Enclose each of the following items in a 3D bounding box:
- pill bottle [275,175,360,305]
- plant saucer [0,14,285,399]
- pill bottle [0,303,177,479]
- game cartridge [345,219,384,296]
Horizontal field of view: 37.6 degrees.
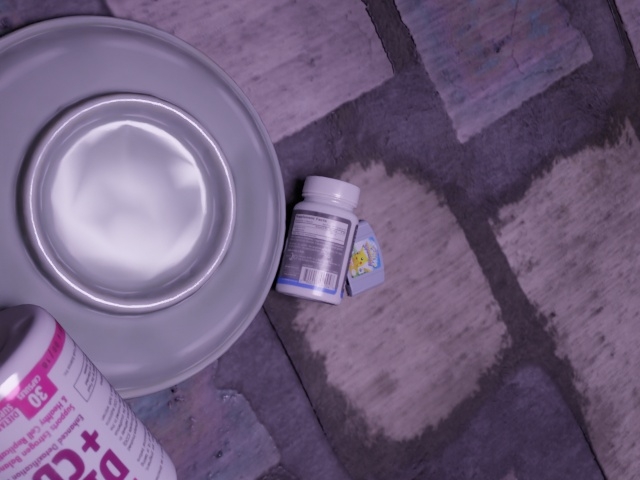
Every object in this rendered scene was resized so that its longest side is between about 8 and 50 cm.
[{"bbox_3d":[0.000,0.000,1.072,0.078,0.078,0.137,16,83,-28],"label":"pill bottle"},{"bbox_3d":[-0.199,-0.034,0.943,0.401,0.100,0.400,1,89,-28],"label":"plant saucer"},{"bbox_3d":[-0.233,0.210,0.859,0.160,0.160,0.283,-43,117,-21],"label":"pill bottle"},{"bbox_3d":[0.048,0.020,1.134,0.056,0.017,0.083,-23,102,-30],"label":"game cartridge"}]
